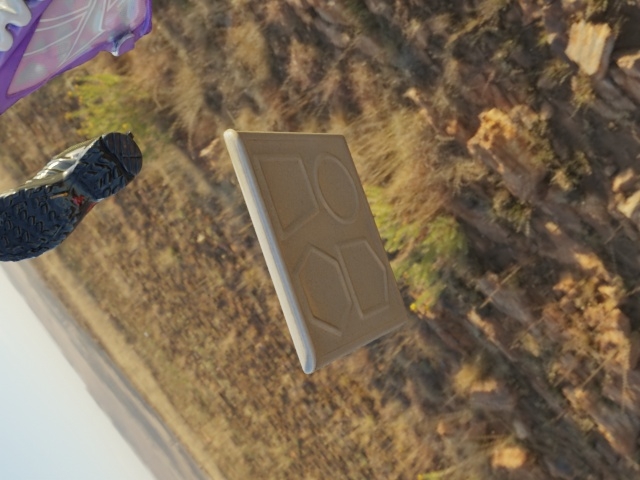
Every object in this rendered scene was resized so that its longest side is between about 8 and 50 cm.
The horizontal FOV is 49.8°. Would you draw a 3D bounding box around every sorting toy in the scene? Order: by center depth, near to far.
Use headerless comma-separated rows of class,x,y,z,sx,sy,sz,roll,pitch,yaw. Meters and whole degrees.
sorting toy,0.000,0.000,0.592,0.038,0.208,0.192,-21,86,27

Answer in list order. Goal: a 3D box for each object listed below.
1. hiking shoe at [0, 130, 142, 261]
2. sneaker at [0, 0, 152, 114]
hiking shoe,-0.315,-0.055,0.839,0.086,0.227,0.114,59,176,-20
sneaker,-0.170,-0.150,0.460,0.104,0.236,0.095,34,-176,-47
